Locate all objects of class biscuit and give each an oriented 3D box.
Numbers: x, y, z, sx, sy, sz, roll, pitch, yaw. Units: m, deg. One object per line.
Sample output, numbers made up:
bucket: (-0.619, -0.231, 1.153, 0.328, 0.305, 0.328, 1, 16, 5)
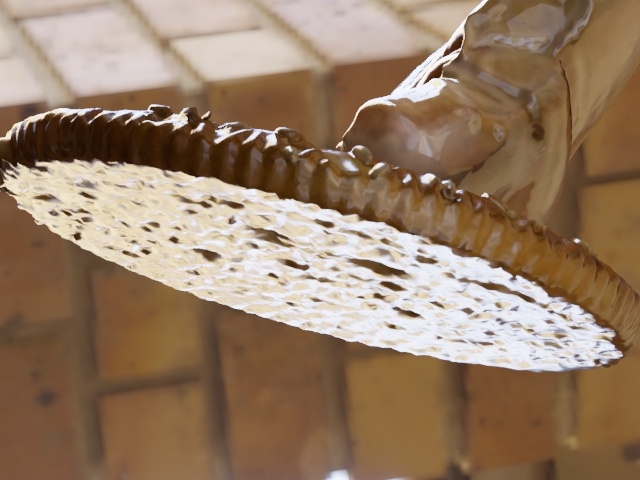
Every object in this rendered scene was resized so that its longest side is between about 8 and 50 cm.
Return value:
biscuit: (0.000, 0.000, 0.891, 0.305, 0.305, 0.038, 149, -43, -74)

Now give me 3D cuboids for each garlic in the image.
garlic: (0.093, -0.062, 1.032, 0.110, 0.217, 0.228, 44, -16, -1)
